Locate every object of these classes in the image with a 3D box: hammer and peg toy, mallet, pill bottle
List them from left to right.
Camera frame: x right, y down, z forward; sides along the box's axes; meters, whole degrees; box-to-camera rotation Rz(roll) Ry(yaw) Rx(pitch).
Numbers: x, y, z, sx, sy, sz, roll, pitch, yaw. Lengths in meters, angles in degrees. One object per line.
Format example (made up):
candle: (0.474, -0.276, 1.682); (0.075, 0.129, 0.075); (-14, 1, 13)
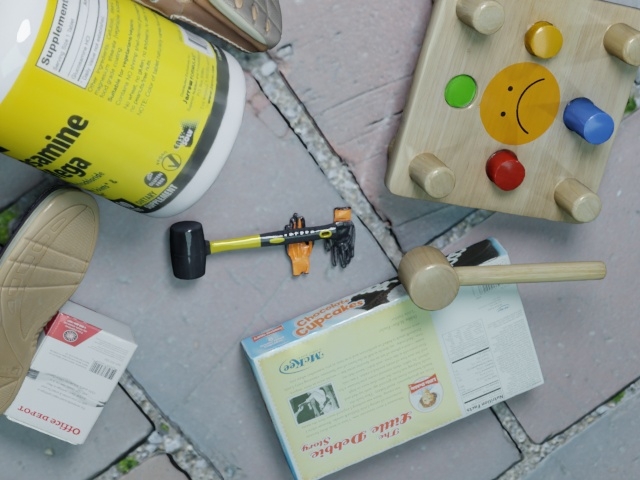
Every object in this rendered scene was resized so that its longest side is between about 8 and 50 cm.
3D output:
pill bottle: (-0.253, -0.162, 1.436); (0.334, 0.188, 0.188); (24, 103, -31)
mallet: (-0.075, -0.008, 1.654); (0.190, 0.039, 0.062); (-14, 112, -10)
hammer and peg toy: (0.208, -0.102, 1.652); (0.266, 0.127, 0.361); (7, 109, -21)

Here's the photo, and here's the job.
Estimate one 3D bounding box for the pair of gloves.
pair of gloves: (0.000, 0.000, 1.696); (0.083, 0.010, 0.074); (-9, 111, -14)

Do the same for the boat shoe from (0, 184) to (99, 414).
boat shoe: (-0.329, 0.056, 1.577); (0.103, 0.092, 0.285); (11, 113, -44)

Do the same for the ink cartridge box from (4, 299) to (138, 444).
ink cartridge box: (-0.278, 0.143, 1.648); (0.099, 0.056, 0.135); (26, 102, -23)

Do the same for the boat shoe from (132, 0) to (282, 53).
boat shoe: (-0.168, -0.289, 1.486); (0.116, 0.123, 0.324); (-26, 132, 33)

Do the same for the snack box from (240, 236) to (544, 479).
snack box: (0.088, 0.142, 1.752); (0.322, 0.060, 0.187); (-22, 115, -7)
